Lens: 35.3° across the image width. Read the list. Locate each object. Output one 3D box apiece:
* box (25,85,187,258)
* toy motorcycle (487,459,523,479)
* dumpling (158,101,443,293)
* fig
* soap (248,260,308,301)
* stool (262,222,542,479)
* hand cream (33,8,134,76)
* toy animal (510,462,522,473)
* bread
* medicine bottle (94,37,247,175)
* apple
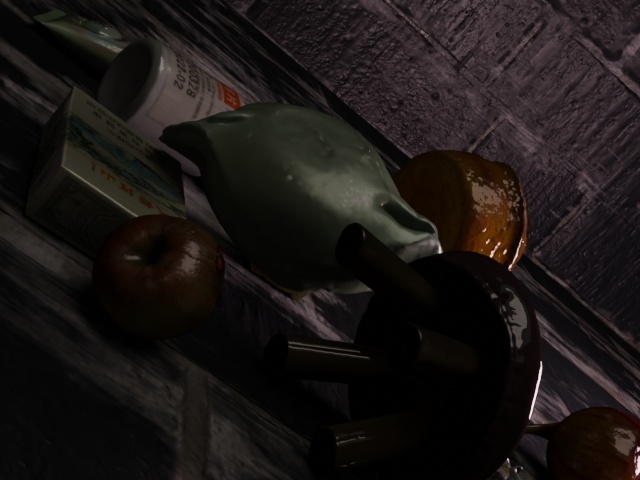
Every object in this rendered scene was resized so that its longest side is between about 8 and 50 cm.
[{"bbox_3d":[-0.234,-0.063,1.124,0.164,0.069,0.256,36,15,-24],"label":"box"},{"bbox_3d":[0.213,0.313,1.224,0.152,0.073,0.225,41,13,-16],"label":"toy motorcycle"},{"bbox_3d":[-0.010,-0.049,1.240,0.321,0.212,0.270,56,11,11],"label":"dumpling"},{"bbox_3d":[0.418,0.331,1.593,0.207,0.175,0.175,29,3,39],"label":"fig"},{"bbox_3d":[-0.074,-0.004,1.458,0.092,0.037,0.252,35,16,-25],"label":"soap"},{"bbox_3d":[0.082,0.128,1.077,0.178,0.272,0.272,16,27,-35],"label":"stool"},{"bbox_3d":[-0.297,-0.268,1.568,0.306,0.093,0.147,31,16,-9],"label":"hand cream"},{"bbox_3d":[0.270,0.351,1.325,0.136,0.047,0.065,51,21,25],"label":"toy animal"},{"bbox_3d":[0.226,-0.012,1.786,0.172,0.312,0.312,17,27,-35],"label":"bread"},{"bbox_3d":[-0.185,-0.171,1.439,0.252,0.144,0.144,33,17,-40],"label":"medicine bottle"},{"bbox_3d":[-0.155,0.037,0.957,0.126,0.126,0.102,52,-17,33],"label":"apple"}]
